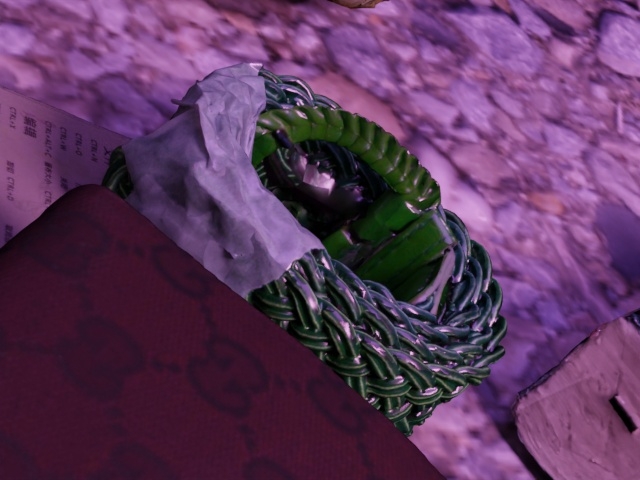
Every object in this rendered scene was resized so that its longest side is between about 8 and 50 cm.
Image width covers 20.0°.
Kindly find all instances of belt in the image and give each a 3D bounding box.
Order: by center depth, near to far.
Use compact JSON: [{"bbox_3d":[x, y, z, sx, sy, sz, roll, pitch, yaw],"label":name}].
[{"bbox_3d":[0.000,0.000,0.639,0.151,0.079,0.121,40,31,-6],"label":"belt"}]

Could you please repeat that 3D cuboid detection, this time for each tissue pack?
[{"bbox_3d":[0.167,0.065,0.727,0.170,0.090,0.103,-18,65,-50],"label":"tissue pack"}]

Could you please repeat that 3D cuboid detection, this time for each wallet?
[{"bbox_3d":[-0.057,0.093,0.498,0.182,0.049,0.229,41,35,0],"label":"wallet"}]

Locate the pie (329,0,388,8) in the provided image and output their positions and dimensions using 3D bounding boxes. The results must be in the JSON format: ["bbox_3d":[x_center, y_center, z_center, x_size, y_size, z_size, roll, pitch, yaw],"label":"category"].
[{"bbox_3d":[-0.046,-0.294,0.845,0.395,0.180,0.418,34,24,-18],"label":"pie"}]

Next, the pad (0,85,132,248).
[{"bbox_3d":[-0.118,0.030,0.557,0.159,0.009,0.265,21,39,-27],"label":"pad"}]
